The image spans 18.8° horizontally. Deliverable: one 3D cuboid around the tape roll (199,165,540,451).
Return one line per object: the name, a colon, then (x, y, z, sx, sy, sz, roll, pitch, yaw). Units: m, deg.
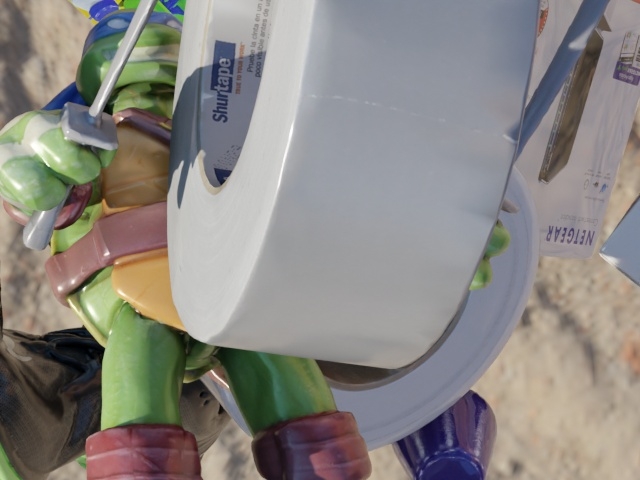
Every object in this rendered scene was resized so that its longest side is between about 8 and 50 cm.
tape roll: (0.000, 0.000, 1.283, 0.246, 0.246, 0.169, -41, 44, -4)

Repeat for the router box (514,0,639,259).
router box: (0.201, -0.140, 1.798, 0.082, 0.335, 0.301, 19, 97, 28)

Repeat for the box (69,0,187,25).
box: (-0.097, -0.321, 1.843, 0.290, 0.279, 0.177, -30, 42, 20)

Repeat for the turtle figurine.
turtle figurine: (-0.021, 0.013, 0.720, 0.275, 0.198, 0.266, -15, 75, 25)

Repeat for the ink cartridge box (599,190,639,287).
ink cartridge box: (0.316, -0.048, 1.545, 0.086, 0.203, 0.148, 39, 117, 5)

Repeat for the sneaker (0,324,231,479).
sneaker: (-0.215, 0.123, 1.842, 0.202, 0.483, 0.185, -43, 72, 13)

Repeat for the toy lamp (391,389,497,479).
toy lamp: (0.086, 0.097, 1.437, 0.080, 0.274, 0.080, 0, 119, 0)

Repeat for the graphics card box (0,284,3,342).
graphics card box: (-0.256, -0.116, 0.738, 0.233, 0.094, 0.371, -8, 121, -8)

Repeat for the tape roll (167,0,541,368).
tape roll: (0.004, -0.068, 0.665, 0.072, 0.219, 0.219, 8, 85, -14)
